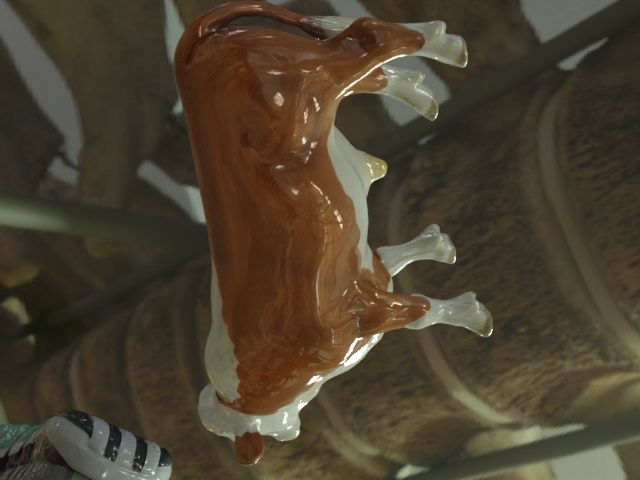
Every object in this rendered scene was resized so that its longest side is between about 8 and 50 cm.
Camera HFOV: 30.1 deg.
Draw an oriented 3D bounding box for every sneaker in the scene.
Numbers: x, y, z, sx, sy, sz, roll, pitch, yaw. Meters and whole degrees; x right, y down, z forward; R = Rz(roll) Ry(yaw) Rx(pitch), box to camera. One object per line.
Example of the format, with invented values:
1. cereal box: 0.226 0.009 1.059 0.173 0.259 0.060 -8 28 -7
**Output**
1. sneaker: -0.149 0.150 0.618 0.224 0.083 0.098 -36 -149 63

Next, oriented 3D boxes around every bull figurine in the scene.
1. bull figurine: 0.000 0.000 0.747 0.101 0.188 0.310 -125 -155 -60
